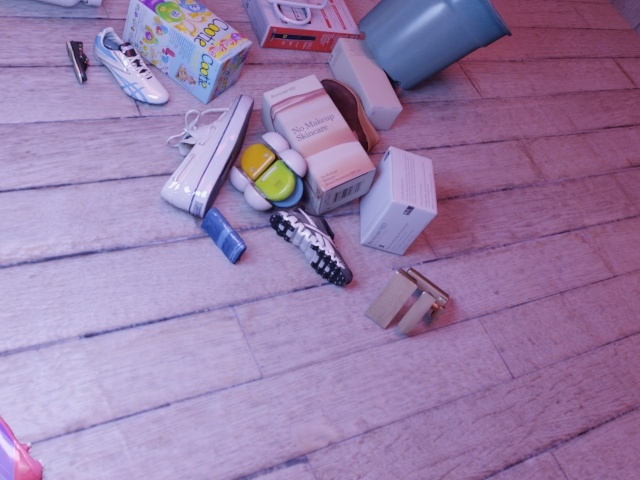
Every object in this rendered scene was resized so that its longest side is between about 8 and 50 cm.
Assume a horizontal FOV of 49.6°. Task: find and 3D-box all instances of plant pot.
[{"bbox_3d":[0.314,-0.629,1.994,0.341,0.334,0.341,43,27,-28],"label":"plant pot"}]

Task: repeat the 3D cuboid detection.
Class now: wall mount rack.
[{"bbox_3d":[-0.133,-0.772,1.949,0.304,0.130,0.350,0,55,-27],"label":"wall mount rack"}]

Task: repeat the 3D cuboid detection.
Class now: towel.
[{"bbox_3d":[-0.208,-0.011,1.485,0.029,0.067,0.119,-27,71,-40],"label":"towel"}]

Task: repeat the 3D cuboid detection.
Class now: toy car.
[{"bbox_3d":[-0.106,-0.145,1.597,0.182,0.159,0.136,48,3,39],"label":"toy car"}]

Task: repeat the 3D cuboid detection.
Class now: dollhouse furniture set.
[{"bbox_3d":[0.202,0.147,1.600,0.144,0.123,0.151,37,13,3],"label":"dollhouse furniture set"}]

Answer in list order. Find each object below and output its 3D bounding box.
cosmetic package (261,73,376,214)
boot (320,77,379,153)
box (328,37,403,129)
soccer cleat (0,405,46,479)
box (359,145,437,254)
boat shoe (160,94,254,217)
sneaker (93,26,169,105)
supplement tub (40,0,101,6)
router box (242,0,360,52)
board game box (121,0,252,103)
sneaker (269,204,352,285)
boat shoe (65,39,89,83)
[{"bbox_3d":[-0.010,-0.232,1.662,0.153,0.129,0.296,-27,71,-17],"label":"cosmetic package"},{"bbox_3d":[0.027,-0.315,1.819,0.207,0.090,0.248,-28,75,-41],"label":"boot"},{"bbox_3d":[0.124,-0.444,1.966,0.113,0.094,0.275,-2,57,-28],"label":"box"},{"bbox_3d":[-0.532,0.301,1.078,0.248,0.083,0.095,46,53,8],"label":"soccer cleat"},{"bbox_3d":[0.183,-0.094,1.668,0.119,0.181,0.181,15,51,-16],"label":"box"},{"bbox_3d":[-0.272,-0.217,1.583,0.157,0.136,0.367,21,56,-2],"label":"boat shoe"},{"bbox_3d":[-0.453,-0.414,1.658,0.237,0.086,0.085,43,47,7],"label":"sneaker"},{"bbox_3d":[-0.682,-0.696,1.655,0.325,0.235,0.235,7,53,-23],"label":"supplement tub"},{"bbox_3d":[-0.076,-0.711,2.075,0.301,0.082,0.335,-3,57,-29],"label":"router box"},{"bbox_3d":[-0.336,-0.501,1.742,0.275,0.144,0.142,38,47,3],"label":"board game box"},{"bbox_3d":[0.000,0.000,1.574,0.234,0.078,0.106,43,51,11],"label":"sneaker"},{"bbox_3d":[-0.565,-0.422,1.630,0.042,0.049,0.133,-10,56,-23],"label":"boat shoe"}]
